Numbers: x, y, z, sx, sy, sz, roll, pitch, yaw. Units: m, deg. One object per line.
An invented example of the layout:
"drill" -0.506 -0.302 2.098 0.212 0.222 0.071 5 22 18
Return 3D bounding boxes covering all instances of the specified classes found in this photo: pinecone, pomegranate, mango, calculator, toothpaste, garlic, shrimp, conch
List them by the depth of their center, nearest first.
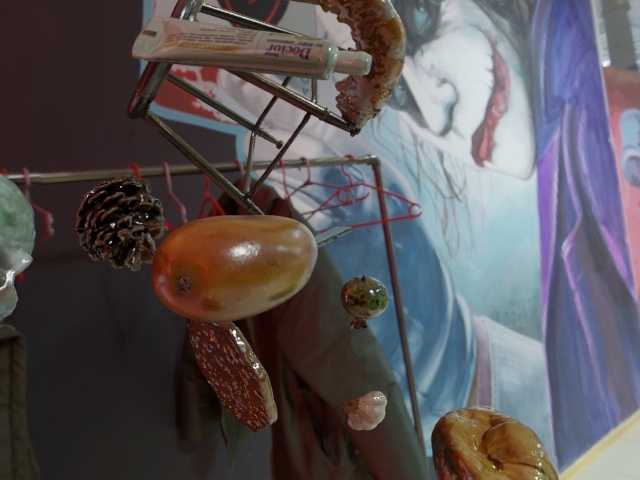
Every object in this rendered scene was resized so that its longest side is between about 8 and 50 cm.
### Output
"toothpaste" -0.073 -0.198 0.529 0.255 0.067 0.037 11 -27 11
"mango" -0.090 0.027 0.618 0.221 0.121 0.151 -11 16 -34
"conch" -0.460 0.000 0.654 0.195 0.220 0.277 -39 17 -36
"shrimp" 0.036 -0.321 0.803 0.185 0.287 0.068 -24 31 42
"pinecone" -0.416 -0.036 1.075 0.179 0.184 0.204 -10 26 -34
"calculator" 0.000 0.000 1.133 0.057 0.018 0.172 7 24 42
"garlic" 0.118 0.420 1.251 0.094 0.113 0.074 31 17 -30
"pomegranate" 0.107 0.162 1.290 0.122 0.162 0.122 10 18 -3

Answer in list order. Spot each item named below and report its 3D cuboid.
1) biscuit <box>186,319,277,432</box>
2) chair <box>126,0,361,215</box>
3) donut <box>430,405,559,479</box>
"biscuit" -0.227 0.324 1.288 0.046 0.359 0.359 -30 13 -35
"chair" -0.183 -0.325 1.162 0.410 0.362 0.364 26 -49 -24
"donut" 0.316 0.475 0.930 0.169 0.361 0.360 -10 0 -2
